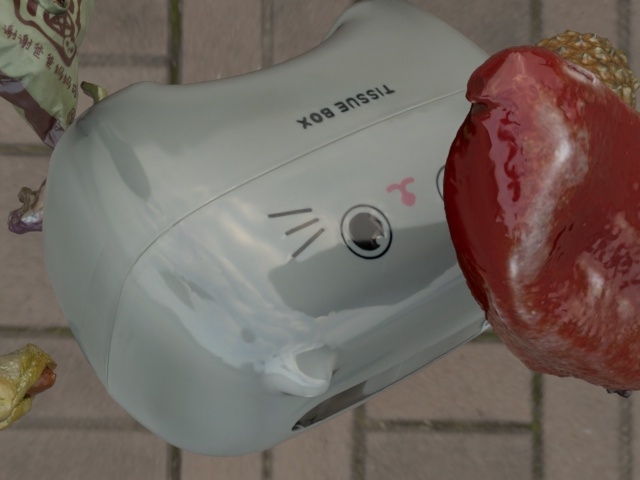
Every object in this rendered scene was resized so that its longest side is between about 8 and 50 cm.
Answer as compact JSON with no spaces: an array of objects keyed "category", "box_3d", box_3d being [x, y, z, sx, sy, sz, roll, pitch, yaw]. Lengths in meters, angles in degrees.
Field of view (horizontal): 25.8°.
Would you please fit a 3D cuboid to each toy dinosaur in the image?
[{"category":"toy dinosaur","box_3d":[-0.226,-0.060,1.474,0.251,0.072,0.199,17,79,33]}]

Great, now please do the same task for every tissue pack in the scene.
[{"category":"tissue pack","box_3d":[0.000,0.000,0.947,0.333,0.229,0.236,-25,64,-30]}]

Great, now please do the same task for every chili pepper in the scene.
[{"category":"chili pepper","box_3d":[0.122,-0.012,0.727,0.144,0.253,0.136,-29,57,19]}]

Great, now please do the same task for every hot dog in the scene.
[{"category":"hot dog","box_3d":[-0.300,0.142,1.272,0.061,0.169,0.078,49,130,21]}]

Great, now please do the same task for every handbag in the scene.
[{"category":"handbag","box_3d":[-0.312,-0.237,1.442,0.127,0.213,0.235,-15,56,31]}]

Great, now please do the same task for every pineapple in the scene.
[{"category":"pineapple","box_3d":[0.276,-0.115,1.543,0.169,0.340,0.169,5,116,10]}]
